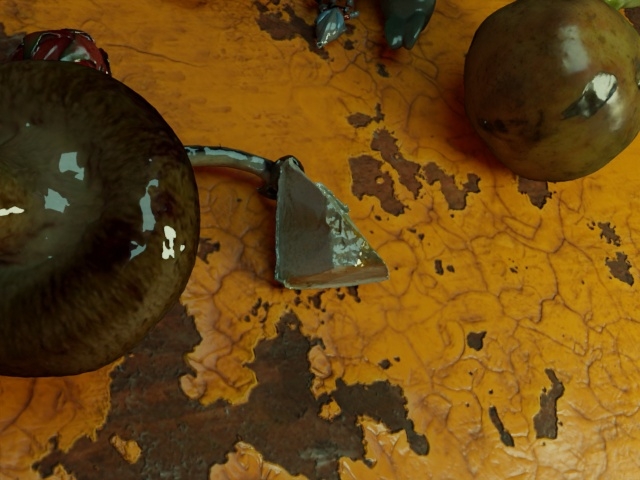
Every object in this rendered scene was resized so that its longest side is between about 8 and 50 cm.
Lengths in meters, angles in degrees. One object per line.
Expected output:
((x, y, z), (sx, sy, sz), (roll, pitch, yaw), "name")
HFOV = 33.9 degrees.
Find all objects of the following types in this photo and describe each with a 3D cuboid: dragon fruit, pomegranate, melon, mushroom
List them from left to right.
((-0.306, -0.050, 1.025), (0.334, 0.356, 0.331), (-30, 47, 1), "mushroom")
((-0.314, -0.186, 1.236), (0.121, 0.130, 0.142), (55, 42, -33), "dragon fruit")
((-0.110, -0.091, 1.325), (0.187, 0.061, 0.060), (11, 87, -13), "mushroom")
((-0.004, 0.003, 1.286), (0.139, 0.093, 0.202), (-42, 99, -12), "melon")
((0.339, -0.228, 1.514), (0.281, 0.281, 0.281), (13, 56, -21), "pomegranate")

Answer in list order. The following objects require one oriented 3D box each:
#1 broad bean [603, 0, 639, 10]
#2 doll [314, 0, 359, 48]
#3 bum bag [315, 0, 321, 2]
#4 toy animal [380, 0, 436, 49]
((0.491, -0.499, 1.848), (0.238, 0.119, 0.291), (21, 51, -5), "broad bean")
((0.017, -0.318, 1.533), (0.057, 0.039, 0.114), (34, 48, -13), "doll")
((0.071, -0.421, 1.539), (0.060, 0.232, 0.107), (56, 17, -47), "bum bag")
((0.130, -0.383, 1.602), (0.125, 0.127, 0.251), (19, 66, -36), "toy animal")
